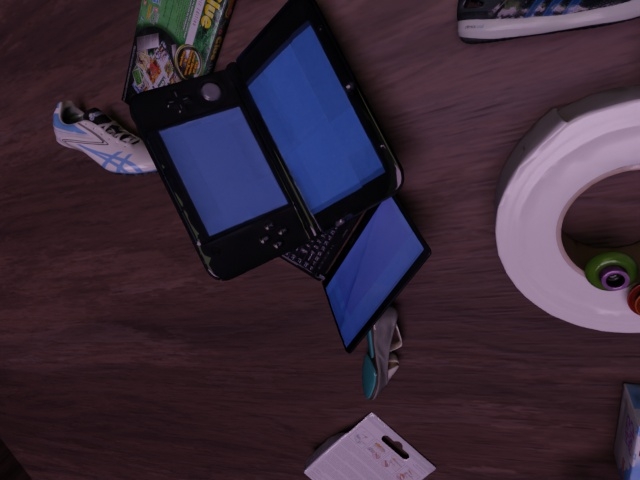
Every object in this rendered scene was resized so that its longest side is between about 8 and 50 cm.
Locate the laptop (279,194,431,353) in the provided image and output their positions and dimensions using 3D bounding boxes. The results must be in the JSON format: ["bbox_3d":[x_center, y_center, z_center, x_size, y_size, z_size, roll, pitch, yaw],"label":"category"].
[{"bbox_3d":[0.000,0.000,0.633,0.264,0.136,0.234,32,123,2],"label":"laptop"}]

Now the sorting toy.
[{"bbox_3d":[0.351,0.052,0.450,0.102,0.042,0.061,32,124,5],"label":"sorting toy"}]

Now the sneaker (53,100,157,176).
[{"bbox_3d":[-0.379,-0.182,0.732,0.237,0.085,0.086,23,127,9],"label":"sneaker"}]

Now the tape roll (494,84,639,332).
[{"bbox_3d":[0.360,-0.033,0.488,0.286,0.100,0.286,10,120,18],"label":"tape roll"}]

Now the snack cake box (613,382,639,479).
[{"bbox_3d":[0.584,0.304,0.573,0.264,0.089,0.152,0,116,23],"label":"snack cake box"}]

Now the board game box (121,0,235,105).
[{"bbox_3d":[-0.228,-0.301,0.641,0.136,0.030,0.259,36,124,5],"label":"board game box"}]

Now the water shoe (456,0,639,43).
[{"bbox_3d":[0.250,-0.263,0.431,0.203,0.073,0.080,2,114,22],"label":"water shoe"}]

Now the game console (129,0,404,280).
[{"bbox_3d":[-0.082,-0.131,0.541,0.293,0.250,0.173,63,158,3],"label":"game console"}]

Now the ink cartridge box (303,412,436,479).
[{"bbox_3d":[0.106,0.497,0.912,0.189,0.066,0.232,41,103,-1],"label":"ink cartridge box"}]

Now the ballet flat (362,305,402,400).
[{"bbox_3d":[0.114,0.208,0.739,0.068,0.072,0.213,-7,119,-7],"label":"ballet flat"}]
